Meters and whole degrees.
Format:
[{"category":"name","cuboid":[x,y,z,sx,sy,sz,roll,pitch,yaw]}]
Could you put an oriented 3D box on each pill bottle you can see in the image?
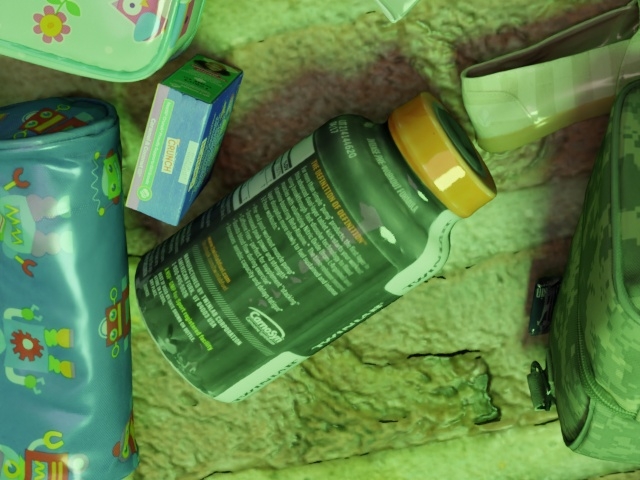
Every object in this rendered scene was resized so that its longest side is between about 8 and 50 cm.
[{"category":"pill bottle","cuboid":[0.000,0.000,0.782,0.246,0.130,0.130,-35,102,18]}]

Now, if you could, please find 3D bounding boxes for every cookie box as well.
[{"category":"cookie box","cuboid":[-0.093,-0.073,0.780,0.040,0.107,0.092,20,111,0]}]

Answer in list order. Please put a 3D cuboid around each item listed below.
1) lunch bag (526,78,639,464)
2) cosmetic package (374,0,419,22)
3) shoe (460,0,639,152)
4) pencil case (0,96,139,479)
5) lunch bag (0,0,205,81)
[{"category":"lunch bag","cuboid":[0.299,0.053,0.721,0.305,0.212,0.256,4,142,5]},{"category":"cosmetic package","cuboid":[0.102,-0.257,0.680,0.238,0.127,0.107,-39,100,20]},{"category":"shoe","cuboid":[0.197,-0.123,0.742,0.219,0.076,0.058,-21,111,16]},{"category":"pencil case","cuboid":[-0.205,0.046,0.832,0.133,0.119,0.306,6,111,12]},{"category":"lunch bag","cuboid":[-0.202,-0.230,0.738,0.279,0.108,0.224,18,114,1]}]
